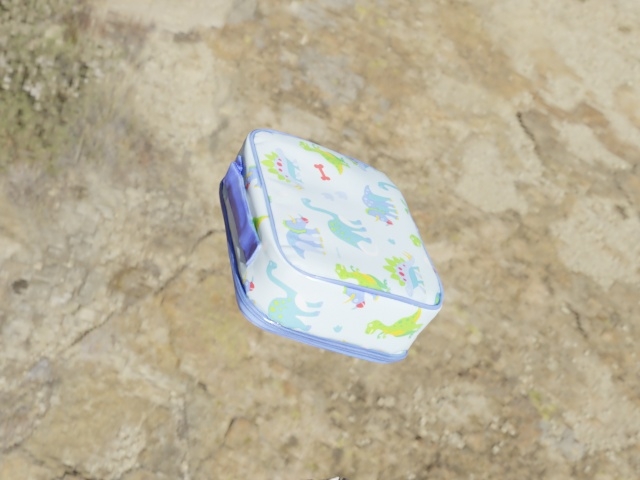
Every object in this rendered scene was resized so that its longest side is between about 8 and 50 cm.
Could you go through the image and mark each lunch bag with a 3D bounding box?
[{"bbox_3d":[0.000,0.000,0.910,0.176,0.090,0.219,17,33,-27],"label":"lunch bag"}]

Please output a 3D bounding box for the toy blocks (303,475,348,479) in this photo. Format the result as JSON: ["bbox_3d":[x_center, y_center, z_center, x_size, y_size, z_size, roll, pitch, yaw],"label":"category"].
[{"bbox_3d":[-0.112,0.470,1.226,0.260,0.309,0.288,-7,78,-65],"label":"toy blocks"}]
